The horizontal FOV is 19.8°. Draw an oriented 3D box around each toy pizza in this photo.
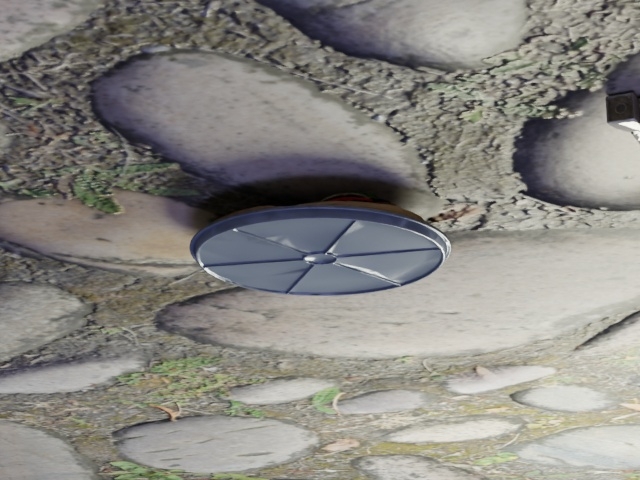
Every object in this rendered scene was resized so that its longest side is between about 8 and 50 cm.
[{"bbox_3d":[0.000,0.000,1.410,0.201,0.032,0.201,0,161,0],"label":"toy pizza"}]

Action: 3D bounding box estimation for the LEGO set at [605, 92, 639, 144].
[{"bbox_3d":[0.307,-0.057,1.175,0.227,0.087,0.093,-8,160,23],"label":"LEGO set"}]
